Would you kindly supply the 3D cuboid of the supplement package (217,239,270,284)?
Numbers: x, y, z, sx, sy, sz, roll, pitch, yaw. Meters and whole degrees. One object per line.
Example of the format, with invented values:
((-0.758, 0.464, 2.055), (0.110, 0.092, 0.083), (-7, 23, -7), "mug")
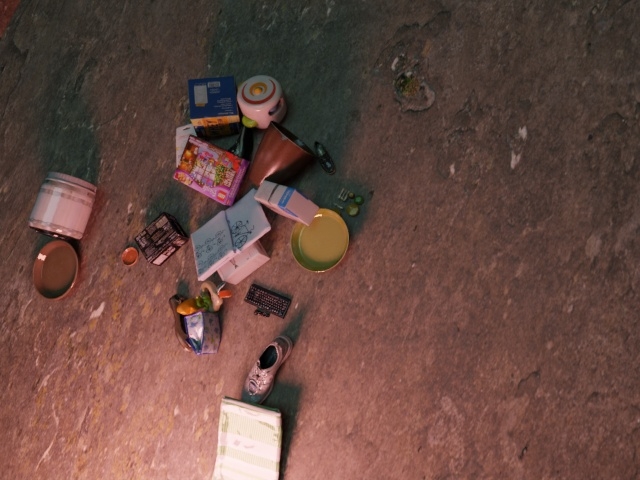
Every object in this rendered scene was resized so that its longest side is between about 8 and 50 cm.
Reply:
((-0.309, 0.074, 1.604), (0.179, 0.105, 0.105), (-37, 69, 5), "supplement package")

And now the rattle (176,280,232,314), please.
((-0.439, 0.216, 1.551), (0.199, 0.142, 0.130), (-9, 79, 53), "rattle")

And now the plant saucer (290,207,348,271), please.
((0.000, 0.000, 1.549), (0.240, 0.037, 0.241), (-4, 81, 24), "plant saucer")

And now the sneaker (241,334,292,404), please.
((-0.211, 0.462, 1.464), (0.105, 0.115, 0.281), (26, 87, 22), "sneaker")

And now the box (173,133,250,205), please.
((-0.454, -0.293, 1.703), (0.293, 0.057, 0.201), (27, 99, 20), "box")

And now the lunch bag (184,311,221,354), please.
((-0.441, 0.355, 1.558), (0.096, 0.129, 0.151), (-20, 73, 13), "lunch bag")

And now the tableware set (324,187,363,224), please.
((0.094, -0.117, 1.575), (0.104, 0.024, 0.154), (28, 86, 20), "tableware set")

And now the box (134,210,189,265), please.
((-0.677, -0.006, 1.754), (0.180, 0.077, 0.147), (-42, 68, 3), "box")

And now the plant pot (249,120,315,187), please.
((-0.174, -0.313, 1.630), (0.215, 0.215, 0.230), (46, 107, 22), "plant pot")

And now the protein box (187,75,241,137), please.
((-0.452, -0.574, 1.773), (0.199, 0.136, 0.201), (-7, 73, -6), "protein box")

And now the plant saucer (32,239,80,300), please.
((-1.205, 0.135, 1.889), (0.277, 0.041, 0.278), (-3, 82, 18), "plant saucer")

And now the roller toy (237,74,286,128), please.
((-0.245, -0.585, 1.721), (0.191, 0.146, 0.209), (-9, 65, 4), "roller toy")

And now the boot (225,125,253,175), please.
((-0.389, -0.384, 1.764), (0.178, 0.085, 0.237), (1, 75, 20), "boot")

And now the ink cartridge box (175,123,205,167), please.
((-0.578, -0.416, 1.838), (0.115, 0.067, 0.198), (-10, 75, 14), "ink cartridge box")

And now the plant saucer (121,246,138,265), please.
((-0.840, 0.072, 1.819), (0.083, 0.013, 0.084), (-4, 75, 16), "plant saucer")

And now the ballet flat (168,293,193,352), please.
((-0.537, 0.320, 1.628), (0.058, 0.084, 0.250), (-30, 63, 9), "ballet flat")

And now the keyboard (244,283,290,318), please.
((-0.210, 0.243, 1.574), (0.180, 0.023, 0.108), (19, 82, 22), "keyboard")

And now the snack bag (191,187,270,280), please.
((-0.357, -0.036, 1.607), (0.342, 0.037, 0.323), (-36, 39, 5), "snack bag")

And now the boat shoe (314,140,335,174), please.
((0.009, -0.331, 1.642), (0.056, 0.049, 0.152), (-32, 69, 6), "boat shoe")

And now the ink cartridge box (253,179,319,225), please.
((-0.130, -0.144, 1.549), (0.203, 0.148, 0.086), (23, 82, 44), "ink cartridge box")

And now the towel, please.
((-0.253, 0.724, 1.419), (0.247, 0.038, 0.325), (6, 89, 18), "towel")

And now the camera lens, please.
((-1.165, -0.147, 1.866), (0.219, 0.219, 0.274), (10, 79, 19), "camera lens")
